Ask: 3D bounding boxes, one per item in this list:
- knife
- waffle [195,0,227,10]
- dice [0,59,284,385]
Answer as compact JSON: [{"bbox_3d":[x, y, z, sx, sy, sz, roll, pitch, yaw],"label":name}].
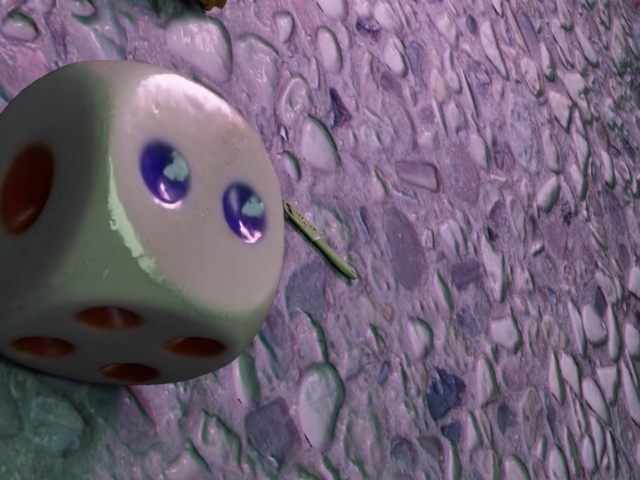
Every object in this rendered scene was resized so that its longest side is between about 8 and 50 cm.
[{"bbox_3d":[0.000,0.000,1.863,0.207,0.014,0.030,46,43,-30],"label":"knife"},{"bbox_3d":[-0.153,-0.513,1.777,0.301,0.058,0.281,-50,149,-65],"label":"waffle"},{"bbox_3d":[-0.234,-0.013,1.327,0.304,0.277,0.304,28,49,-46],"label":"dice"}]
